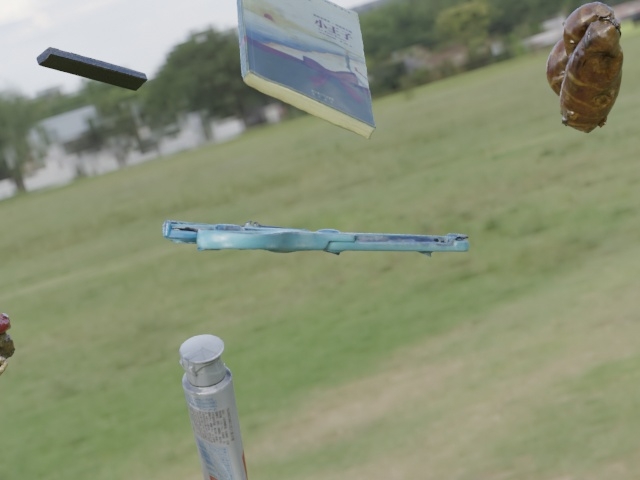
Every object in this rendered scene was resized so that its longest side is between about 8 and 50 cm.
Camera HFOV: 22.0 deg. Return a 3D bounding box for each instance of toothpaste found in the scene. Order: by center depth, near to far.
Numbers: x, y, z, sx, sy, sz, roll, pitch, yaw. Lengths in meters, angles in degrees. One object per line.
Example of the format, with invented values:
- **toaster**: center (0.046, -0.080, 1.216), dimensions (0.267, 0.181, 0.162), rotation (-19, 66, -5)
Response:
- **toothpaste**: center (-0.122, 0.216, 1.904), dimensions (0.057, 0.234, 0.089), rotation (-30, 41, -32)

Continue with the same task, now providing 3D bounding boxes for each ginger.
- **ginger**: center (0.305, -0.206, 1.854), dimensions (0.073, 0.103, 0.162), rotation (-5, -39, -13)

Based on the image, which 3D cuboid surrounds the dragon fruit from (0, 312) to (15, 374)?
- **dragon fruit**: center (-0.523, 0.134, 2.274), dimensions (0.212, 0.134, 0.262), rotation (8, -23, 3)

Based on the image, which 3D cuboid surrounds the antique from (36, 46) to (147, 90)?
- **antique**: center (-0.315, -0.238, 2.294), dimensions (0.031, 0.015, 0.192), rotation (-36, -26, 28)

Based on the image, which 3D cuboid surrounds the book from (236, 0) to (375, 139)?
- **book**: center (-0.024, -0.261, 2.228), dimensions (0.026, 0.201, 0.289), rotation (-54, 27, 32)

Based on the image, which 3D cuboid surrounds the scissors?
- **scissors**: center (0.000, 0.001, 1.996), dimensions (0.393, 0.032, 0.180), rotation (2, 6, -22)
